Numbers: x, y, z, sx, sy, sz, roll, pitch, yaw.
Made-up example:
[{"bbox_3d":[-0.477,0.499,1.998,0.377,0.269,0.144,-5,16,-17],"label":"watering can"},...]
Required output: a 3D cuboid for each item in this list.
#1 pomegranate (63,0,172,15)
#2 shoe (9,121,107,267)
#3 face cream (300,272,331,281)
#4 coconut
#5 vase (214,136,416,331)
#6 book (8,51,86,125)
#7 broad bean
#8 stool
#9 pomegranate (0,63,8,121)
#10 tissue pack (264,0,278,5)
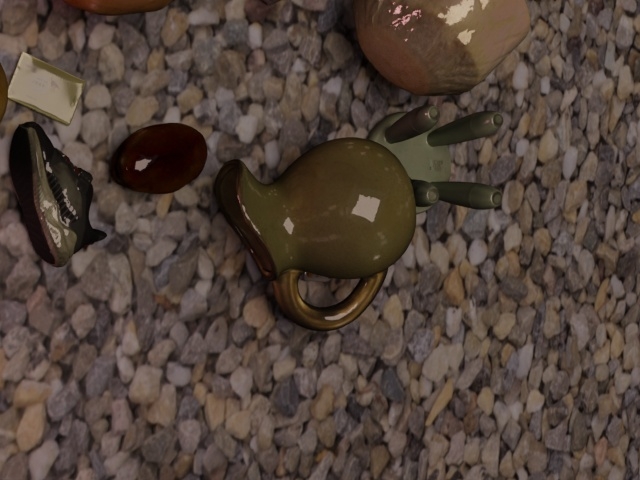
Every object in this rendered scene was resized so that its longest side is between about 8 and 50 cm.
[{"bbox_3d":[-0.290,-0.499,1.615,0.338,0.338,0.338,0,90,-30],"label":"pomegranate"},{"bbox_3d":[-0.404,-0.076,1.684,0.112,0.099,0.228,-17,103,-36],"label":"shoe"},{"bbox_3d":[0.001,0.054,1.957,0.083,0.021,0.040,4,87,-31],"label":"face cream"},{"bbox_3d":[0.222,-0.424,1.941,0.328,0.328,0.329,0,90,-30],"label":"coconut"},{"bbox_3d":[0.000,0.000,1.850,0.302,0.241,0.329,-14,107,-19],"label":"vase"},{"bbox_3d":[-0.430,-0.237,1.708,0.111,0.014,0.077,24,78,-28],"label":"book"},{"bbox_3d":[-0.258,-0.133,1.773,0.165,0.084,0.114,-8,111,-36],"label":"broad bean"},{"bbox_3d":[0.207,-0.142,1.977,0.195,0.198,0.195,1,91,-31],"label":"stool"},{"bbox_3d":[-0.557,-0.206,1.526,0.233,0.233,0.233,0,90,-30],"label":"pomegranate"},{"bbox_3d":[-0.111,-0.490,1.868,0.148,0.060,0.109,31,76,-28],"label":"tissue pack"}]
